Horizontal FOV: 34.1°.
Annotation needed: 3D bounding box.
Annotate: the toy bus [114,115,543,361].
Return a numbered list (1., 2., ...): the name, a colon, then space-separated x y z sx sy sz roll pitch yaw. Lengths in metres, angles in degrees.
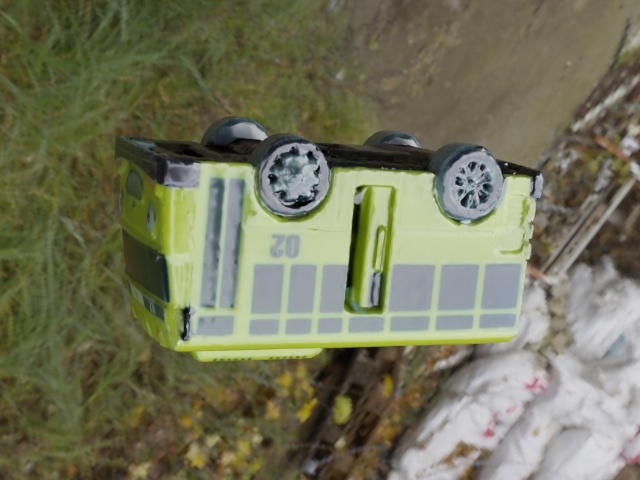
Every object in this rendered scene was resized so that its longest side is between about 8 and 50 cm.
1. toy bus: 0.000 0.000 0.687 0.262 0.128 0.150 0 101 -24
